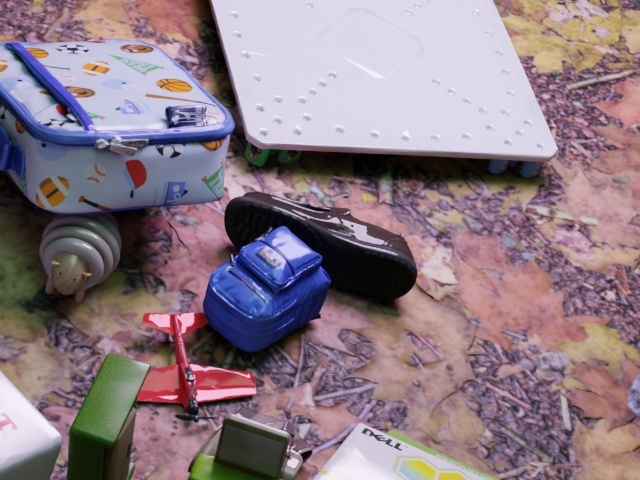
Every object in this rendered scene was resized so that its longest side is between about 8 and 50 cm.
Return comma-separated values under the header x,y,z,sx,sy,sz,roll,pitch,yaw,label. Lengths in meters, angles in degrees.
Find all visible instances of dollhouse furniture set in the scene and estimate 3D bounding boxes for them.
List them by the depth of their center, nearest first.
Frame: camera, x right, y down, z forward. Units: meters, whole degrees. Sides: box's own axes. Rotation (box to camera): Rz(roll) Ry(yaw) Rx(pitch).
x,y,z,sx,sy,sz,roll,pitch,yaw,label
-0.147,0.277,1.541,0.197,0.151,0.301,18,46,3,dollhouse furniture set

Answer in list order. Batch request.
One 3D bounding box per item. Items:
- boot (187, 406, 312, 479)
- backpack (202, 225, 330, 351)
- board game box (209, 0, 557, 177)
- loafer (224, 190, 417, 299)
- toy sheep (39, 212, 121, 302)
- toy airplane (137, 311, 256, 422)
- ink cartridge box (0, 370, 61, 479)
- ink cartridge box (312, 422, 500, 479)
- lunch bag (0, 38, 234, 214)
x,y,z,sx,sy,sz,roll,pitch,yaw,label
-0.063,0.209,1.749,0.087,0.042,0.118,33,44,11,boot
-0.063,0.048,1.877,0.098,0.101,0.120,36,50,25,backpack
0.058,-0.228,2.249,0.390,0.050,0.390,2,45,-19,board game box
0.000,0.000,1.976,0.220,0.080,0.078,21,32,-6,loafer
-0.245,0.007,1.857,0.091,0.091,0.132,16,42,-5,toy sheep
-0.137,0.123,1.820,0.151,0.028,0.151,10,43,-10,toy airplane
-0.459,0.187,1.491,0.285,0.166,0.395,43,38,22,ink cartridge box
0.107,0.242,1.699,0.189,0.097,0.255,23,31,14,ink cartridge box
-0.241,-0.126,1.919,0.243,0.115,0.303,-3,25,-27,lunch bag
